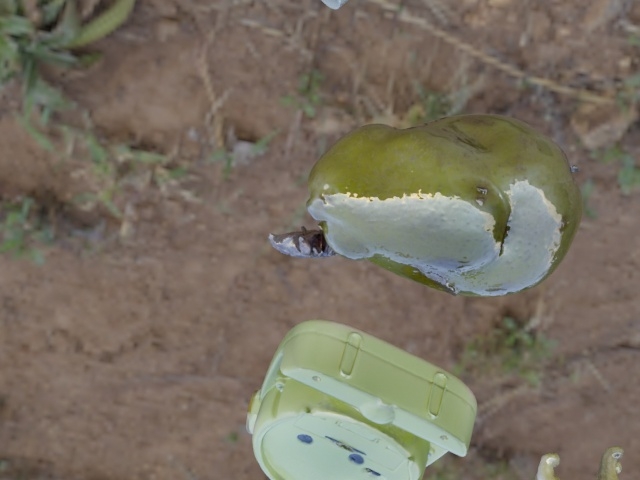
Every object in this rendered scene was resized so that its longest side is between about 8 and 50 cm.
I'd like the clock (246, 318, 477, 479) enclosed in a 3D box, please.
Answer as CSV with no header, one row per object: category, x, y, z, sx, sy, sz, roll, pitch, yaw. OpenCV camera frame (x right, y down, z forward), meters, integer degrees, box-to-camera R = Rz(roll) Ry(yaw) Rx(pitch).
clock,0.035,0.274,1.962,0.286,0.117,0.348,25,137,-7

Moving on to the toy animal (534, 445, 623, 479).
toy animal,0.438,0.408,2.156,0.233,0.168,0.121,6,149,-1

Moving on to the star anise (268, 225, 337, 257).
star anise,-0.001,0.001,1.788,0.141,0.042,0.141,-5,-174,0

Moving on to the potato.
potato,0.149,-0.046,1.674,0.351,0.218,0.202,-1,-137,-16

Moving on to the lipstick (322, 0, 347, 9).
lipstick,0.098,-0.506,2.412,0.070,0.254,0.070,42,163,16
